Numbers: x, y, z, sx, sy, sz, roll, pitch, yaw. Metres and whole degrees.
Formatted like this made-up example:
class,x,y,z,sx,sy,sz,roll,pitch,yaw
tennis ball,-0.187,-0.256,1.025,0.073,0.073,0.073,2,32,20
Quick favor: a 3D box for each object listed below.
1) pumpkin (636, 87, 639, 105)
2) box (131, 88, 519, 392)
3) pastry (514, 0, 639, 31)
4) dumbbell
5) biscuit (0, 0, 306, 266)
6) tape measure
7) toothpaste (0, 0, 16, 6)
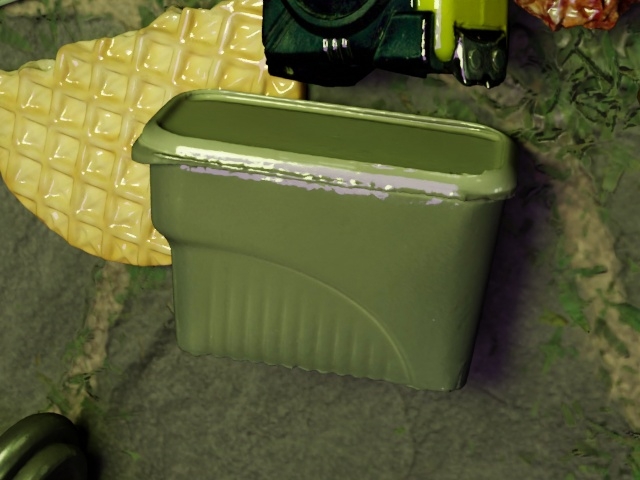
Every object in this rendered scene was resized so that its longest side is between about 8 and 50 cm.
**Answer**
class,x,y,z,sx,sy,sz,roll,pitch,yaw
pumpkin,0.347,-0.081,0.757,0.303,0.256,0.225,-41,84,12
box,0.000,0.000,0.975,0.274,0.138,0.178,8,113,9
pastry,0.192,-0.240,0.859,0.115,0.097,0.208,17,115,5
dumbbell,-0.328,0.205,1.161,0.290,0.192,0.192,25,114,14
biscuit,-0.145,-0.077,1.083,0.309,0.040,0.204,-11,101,26
tape measure,0.049,-0.198,0.912,0.199,0.112,0.186,7,101,40
toothpaste,-0.286,-0.210,1.110,0.197,0.029,0.048,-17,99,23
